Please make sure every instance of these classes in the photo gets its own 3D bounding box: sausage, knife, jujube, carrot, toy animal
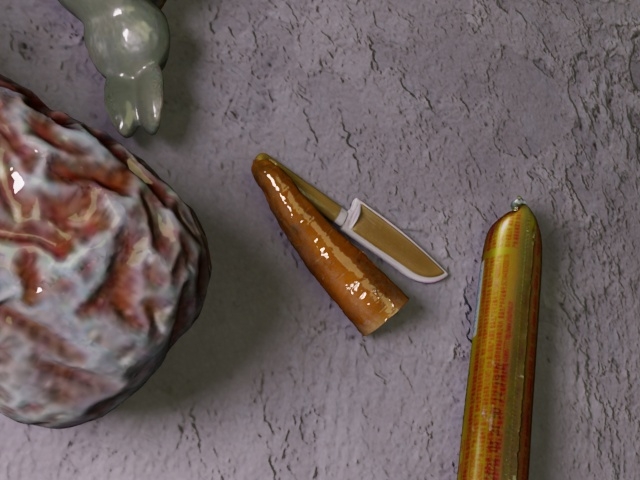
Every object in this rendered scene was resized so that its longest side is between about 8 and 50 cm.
[{"bbox_3d":[0.197,0.106,1.068,0.082,0.082,0.371,27,56,-23],"label":"sausage"},{"bbox_3d":[0.039,-0.023,1.044,0.256,0.022,0.046,34,51,-19],"label":"knife"},{"bbox_3d":[-0.237,-0.003,0.714,0.317,0.226,0.226,38,53,-20],"label":"jujube"},{"bbox_3d":[0.000,0.000,0.986,0.209,0.061,0.061,49,51,-3],"label":"carrot"},{"bbox_3d":[-0.193,-0.213,0.930,0.138,0.108,0.236,-6,95,6],"label":"toy animal"}]
